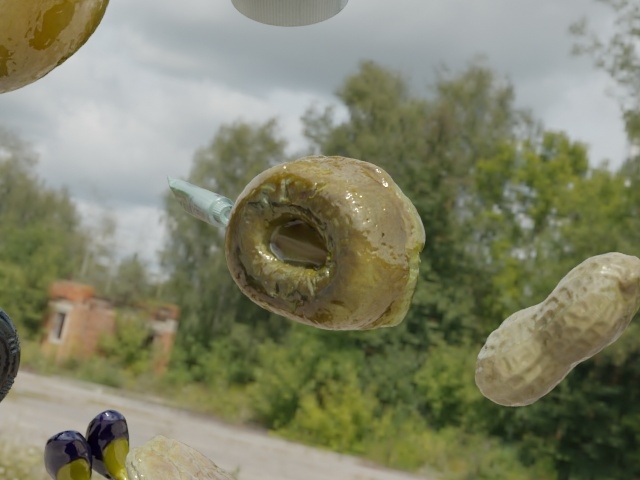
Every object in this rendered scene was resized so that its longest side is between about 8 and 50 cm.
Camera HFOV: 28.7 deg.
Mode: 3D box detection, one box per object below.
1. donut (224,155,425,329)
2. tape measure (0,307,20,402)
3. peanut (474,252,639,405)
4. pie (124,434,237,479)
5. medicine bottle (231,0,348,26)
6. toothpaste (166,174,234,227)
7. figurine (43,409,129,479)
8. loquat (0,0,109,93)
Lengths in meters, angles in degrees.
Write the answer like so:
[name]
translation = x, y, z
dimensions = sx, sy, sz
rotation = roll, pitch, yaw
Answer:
[donut]
translation = 0.000, 0.000, 1.546
dimensions = 0.261, 0.209, 0.128
rotation = 9, 8, 39
[tape measure]
translation = -0.461, 0.139, 1.530
dimensions = 0.186, 0.199, 0.112
rotation = -32, 35, -32
[peanut]
translation = 0.342, 0.124, 1.779
dimensions = 0.120, 0.298, 0.136
rotation = 37, 29, -18
[pie]
translation = -0.147, 0.300, 1.452
dimensions = 0.185, 0.052, 0.218
rotation = 39, 9, -23
[medicine bottle]
translation = -0.049, -0.516, 1.959
dimensions = 0.245, 0.245, 0.306
rotation = 11, -48, 11
[toothpaste]
translation = -0.198, -0.061, 2.069
dimensions = 0.075, 0.048, 0.297
rotation = 61, -16, -19
[figurine]
translation = -0.233, 0.421, 1.677
dimensions = 0.154, 0.193, 0.421
rotation = -10, 44, -43
[loquat]
translation = -0.409, -0.343, 1.465
dimensions = 0.328, 0.328, 0.360
rotation = 10, -50, 20
